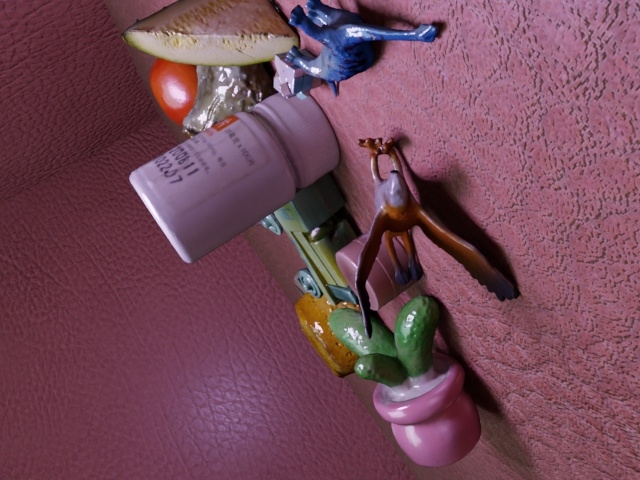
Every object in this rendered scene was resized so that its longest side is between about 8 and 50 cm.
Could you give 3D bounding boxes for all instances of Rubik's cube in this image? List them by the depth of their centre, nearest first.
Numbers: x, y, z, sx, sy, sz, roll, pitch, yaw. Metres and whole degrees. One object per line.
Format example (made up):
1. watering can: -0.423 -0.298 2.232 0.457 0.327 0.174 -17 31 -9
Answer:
1. Rubik's cube: -0.042 -0.282 0.817 0.073 0.075 0.084 95 157 -45

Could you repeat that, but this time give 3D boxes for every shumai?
1. shumai: -0.226 -0.334 1.056 0.225 0.222 0.261 41 155 56

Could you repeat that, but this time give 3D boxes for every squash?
1. squash: -0.187 -0.335 0.826 0.169 0.252 0.093 54 168 10

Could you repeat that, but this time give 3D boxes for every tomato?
1. tomato: -0.371 -0.429 1.355 0.260 0.180 0.260 -22 -90 -82

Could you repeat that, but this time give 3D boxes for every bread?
1. bread: 0.062 0.287 1.526 0.337 0.204 0.358 47 163 17

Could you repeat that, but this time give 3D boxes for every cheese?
1. cheese: -0.038 0.188 1.886 0.175 0.091 0.202 60 168 -18

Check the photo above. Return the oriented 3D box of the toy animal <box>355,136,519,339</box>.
1. toy animal: 0.140 -0.029 0.769 0.284 0.225 0.302 -88 -19 -77

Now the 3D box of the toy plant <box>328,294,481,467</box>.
1. toy plant: 0.183 0.303 1.050 0.317 0.210 0.356 -21 104 52

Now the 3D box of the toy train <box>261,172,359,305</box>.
1. toy train: 0.000 0.000 1.182 0.397 0.160 0.253 59 158 -18

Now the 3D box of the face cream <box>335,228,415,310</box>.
1. face cream: 0.115 0.058 0.999 0.149 0.104 0.149 52 166 18

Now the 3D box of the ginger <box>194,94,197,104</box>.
1. ginger: -0.296 -0.318 1.253 0.148 0.081 0.334 -83 15 -51

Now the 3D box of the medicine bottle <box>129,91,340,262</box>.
1. medicine bottle: -0.162 -0.136 0.947 0.211 0.371 0.211 51 165 19

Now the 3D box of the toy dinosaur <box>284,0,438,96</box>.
1. toy dinosaur: 0.020 -0.265 0.634 0.144 0.076 0.329 27 175 -18

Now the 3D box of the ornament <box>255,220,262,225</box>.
1. ornament: -0.213 -0.167 1.308 0.225 0.259 0.259 21 144 51
